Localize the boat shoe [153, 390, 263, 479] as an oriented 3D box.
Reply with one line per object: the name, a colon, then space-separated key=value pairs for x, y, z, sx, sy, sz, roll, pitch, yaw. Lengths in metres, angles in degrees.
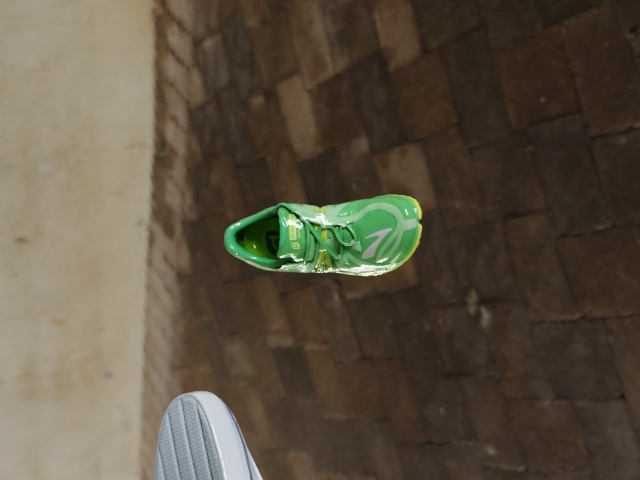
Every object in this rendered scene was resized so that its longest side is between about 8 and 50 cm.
boat shoe: x=-0.054 y=0.214 z=0.804 sx=0.083 sy=0.075 sz=0.226 roll=-18 pitch=77 yaw=42

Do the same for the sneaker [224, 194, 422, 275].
sneaker: x=0.000 y=0.000 z=1.610 sx=0.295 sy=0.123 sz=0.109 roll=-8 pitch=86 yaw=28
